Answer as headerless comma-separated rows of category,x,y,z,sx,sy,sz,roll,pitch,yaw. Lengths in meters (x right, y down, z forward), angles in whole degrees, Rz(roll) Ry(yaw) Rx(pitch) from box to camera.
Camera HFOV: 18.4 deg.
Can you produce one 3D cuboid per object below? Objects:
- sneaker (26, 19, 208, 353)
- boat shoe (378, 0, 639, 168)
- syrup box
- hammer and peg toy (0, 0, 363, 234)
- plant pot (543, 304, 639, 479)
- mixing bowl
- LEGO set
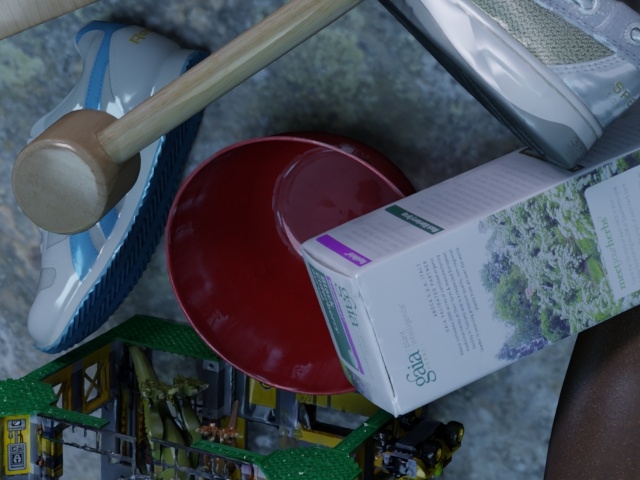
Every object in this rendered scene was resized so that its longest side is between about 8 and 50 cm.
sneaker,-0.152,-0.035,1.322,0.092,0.087,0.228,23,98,12
boat shoe,0.067,-0.183,1.152,0.103,0.118,0.320,-43,72,2
syrup box,0.117,0.007,1.175,0.237,0.096,0.093,-24,109,-13
hammer and peg toy,-0.130,-0.206,1.077,0.266,0.127,0.361,-20,104,18
plant pot,0.220,0.157,1.180,0.215,0.230,0.215,15,129,19
mixing bowl,0.000,0.000,1.286,0.181,0.098,0.181,7,115,16
LEGO set,-0.074,0.189,1.317,0.331,0.255,0.192,8,109,17
